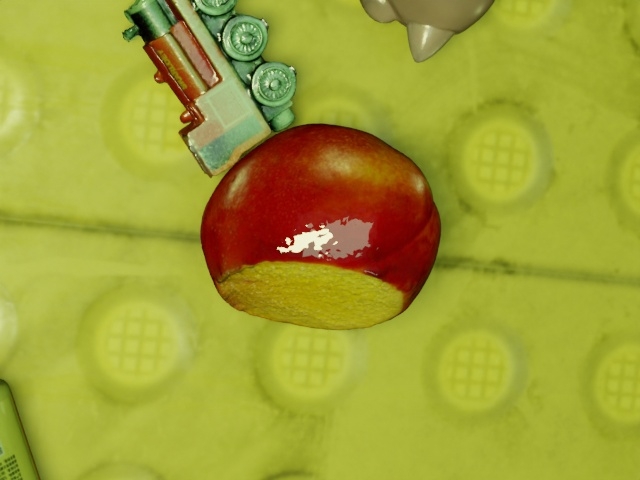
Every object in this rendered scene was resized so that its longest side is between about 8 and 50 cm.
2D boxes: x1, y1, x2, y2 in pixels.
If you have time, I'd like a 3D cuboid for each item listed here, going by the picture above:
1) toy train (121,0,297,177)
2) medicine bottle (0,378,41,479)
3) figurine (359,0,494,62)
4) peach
[{"bbox_3d":[-0.097,-0.153,1.485,0.118,0.074,0.176,-36,105,-8],"label":"toy train"},{"bbox_3d":[-0.280,0.240,1.437,0.124,0.124,0.239,-20,101,-14],"label":"medicine bottle"},{"bbox_3d":[0.098,-0.239,1.517,0.138,0.125,0.125,-43,105,-25],"label":"figurine"},{"bbox_3d":[0.000,0.000,1.465,0.192,0.190,0.190,-45,105,-24],"label":"peach"}]
